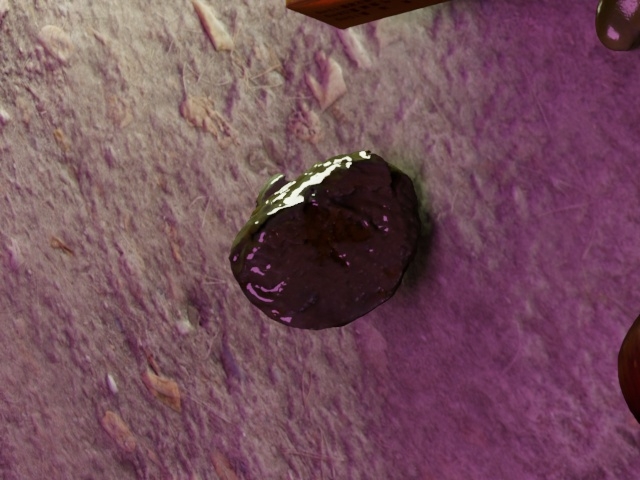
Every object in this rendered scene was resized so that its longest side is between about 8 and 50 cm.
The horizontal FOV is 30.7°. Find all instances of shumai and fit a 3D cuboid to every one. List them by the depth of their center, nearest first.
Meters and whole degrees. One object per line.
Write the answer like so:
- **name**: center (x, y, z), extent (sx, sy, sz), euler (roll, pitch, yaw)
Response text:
- **shumai**: center (0.000, 0.000, 1.526), extent (0.189, 0.256, 0.218), euler (60, 169, -13)

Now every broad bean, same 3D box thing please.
- **broad bean**: center (0.325, -0.244, 1.246), extent (0.063, 0.045, 0.083), euler (21, 103, 41)

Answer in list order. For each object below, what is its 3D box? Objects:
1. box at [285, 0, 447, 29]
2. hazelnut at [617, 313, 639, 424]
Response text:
- **box**: center (0.143, -0.410, 1.311), extent (0.415, 0.116, 0.264), euler (-7, 77, 42)
- **hazelnut**: center (0.400, 0.122, 1.159), extent (0.202, 0.160, 0.170), euler (-14, 100, 9)
